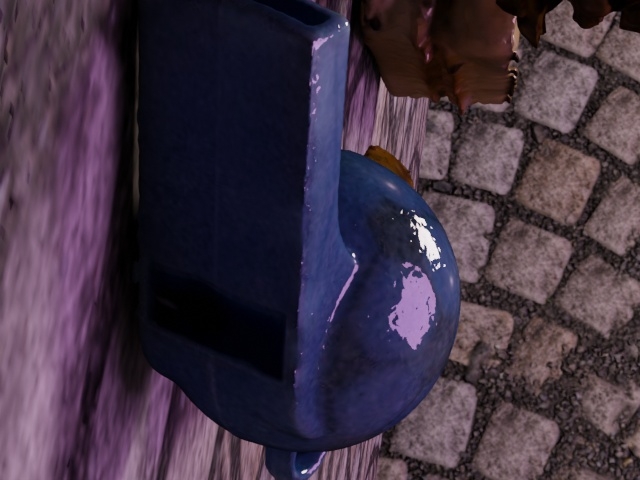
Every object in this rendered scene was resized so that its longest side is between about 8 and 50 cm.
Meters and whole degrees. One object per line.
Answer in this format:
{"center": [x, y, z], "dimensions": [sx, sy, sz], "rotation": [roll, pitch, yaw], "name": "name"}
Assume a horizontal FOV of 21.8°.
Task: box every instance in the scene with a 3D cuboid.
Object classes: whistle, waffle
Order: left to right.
{"center": [-0.004, -0.001, 0.434], "dimensions": [0.090, 0.090, 0.158], "rotation": [-74, 169, -60], "name": "whistle"}
{"center": [0.103, -0.226, 1.138], "dimensions": [0.376, 0.114, 0.261], "rotation": [26, 71, -85], "name": "waffle"}

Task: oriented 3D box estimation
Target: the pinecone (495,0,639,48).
{"center": [0.139, -0.226, 0.810], "dimensions": [0.243, 0.257, 0.243], "rotation": [36, 42, -41], "name": "pinecone"}

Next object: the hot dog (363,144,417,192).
{"center": [0.003, 0.002, 0.638], "dimensions": [0.286, 0.061, 0.087], "rotation": [20, 81, -86], "name": "hot dog"}
